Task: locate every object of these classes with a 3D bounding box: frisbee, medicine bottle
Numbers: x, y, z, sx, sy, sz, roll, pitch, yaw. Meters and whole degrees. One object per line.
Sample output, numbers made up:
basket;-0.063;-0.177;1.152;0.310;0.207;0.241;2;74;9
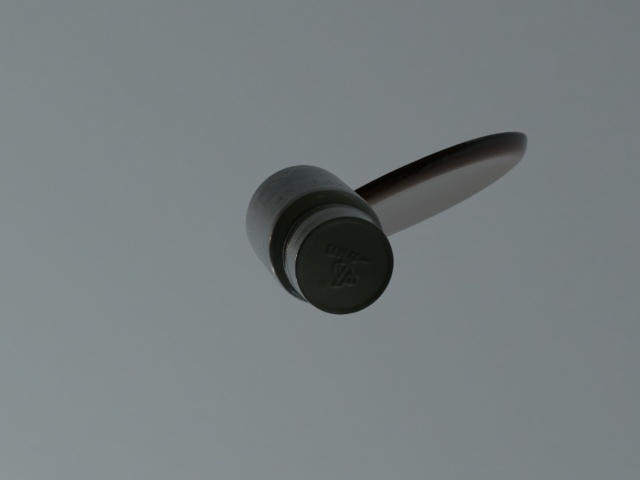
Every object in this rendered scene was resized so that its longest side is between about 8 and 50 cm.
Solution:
frisbee;0.080;-0.038;1.525;0.250;0.251;0.021;-29;-100;32
medicine bottle;0.000;0.000;1.093;0.080;0.080;0.130;-65;-162;7
